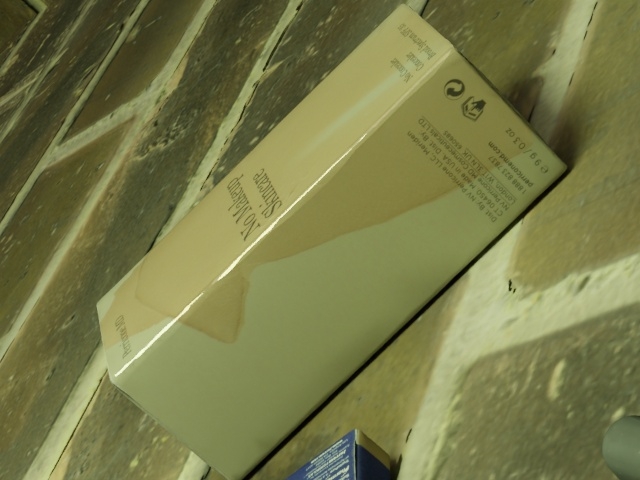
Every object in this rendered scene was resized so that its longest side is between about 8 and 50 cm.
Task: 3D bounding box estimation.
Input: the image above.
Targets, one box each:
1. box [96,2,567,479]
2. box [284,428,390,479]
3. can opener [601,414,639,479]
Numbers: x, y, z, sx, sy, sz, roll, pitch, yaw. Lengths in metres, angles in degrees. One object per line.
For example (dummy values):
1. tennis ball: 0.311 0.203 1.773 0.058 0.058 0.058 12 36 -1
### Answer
1. box: 0.000 0.000 1.128 0.311 0.121 0.148 -44 22 5
2. box: -0.020 0.215 0.906 0.136 0.036 0.225 -38 22 22
3. can opener: 0.201 0.080 0.654 0.076 0.095 0.283 -51 22 -14
